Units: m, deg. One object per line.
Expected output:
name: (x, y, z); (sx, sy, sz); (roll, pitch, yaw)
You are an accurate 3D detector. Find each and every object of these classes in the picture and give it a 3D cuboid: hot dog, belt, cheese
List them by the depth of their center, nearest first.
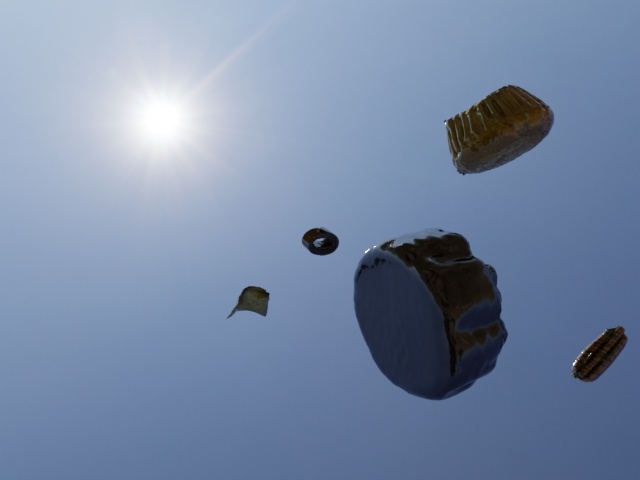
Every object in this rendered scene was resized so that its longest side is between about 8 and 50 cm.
hot dog: (0.489, 0.198, 0.972); (0.049, 0.037, 0.122); (39, -88, 26)
cheese: (-0.147, 0.125, 1.097); (0.084, 0.060, 0.041); (-10, -136, -28)
belt: (0.000, 0.000, 1.200); (0.083, 0.059, 0.036); (4, -155, -41)

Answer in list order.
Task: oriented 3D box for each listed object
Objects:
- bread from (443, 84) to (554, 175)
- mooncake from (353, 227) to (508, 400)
bread: (0.393, -0.244, 1.234); (0.240, 0.240, 0.139); (-19, -102, -2)
mooncake: (0.177, 0.118, 0.921); (0.141, 0.283, 0.283); (-12, -139, -27)
